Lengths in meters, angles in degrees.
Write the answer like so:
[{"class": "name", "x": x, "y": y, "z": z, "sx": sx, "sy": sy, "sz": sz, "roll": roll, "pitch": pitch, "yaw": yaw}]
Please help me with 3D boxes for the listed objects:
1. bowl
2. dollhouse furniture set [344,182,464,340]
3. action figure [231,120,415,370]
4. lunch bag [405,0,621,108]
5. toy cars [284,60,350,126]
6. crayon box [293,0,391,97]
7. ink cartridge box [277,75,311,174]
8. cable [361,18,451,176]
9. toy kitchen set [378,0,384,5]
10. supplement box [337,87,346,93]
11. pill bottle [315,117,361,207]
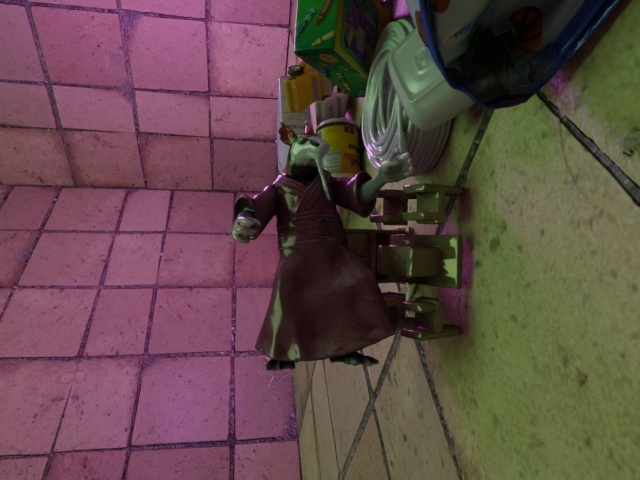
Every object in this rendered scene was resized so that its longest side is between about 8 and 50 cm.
[{"class": "bowl", "x": 0.152, "y": -0.233, "z": 0.617, "sx": 0.142, "sy": 0.053, "sz": 0.142, "roll": -34, "pitch": 63, "yaw": 38}, {"class": "dollhouse furniture set", "x": 0.145, "y": 0.029, "z": 0.754, "sx": 0.242, "sy": 0.161, "sz": 0.212, "roll": 1, "pitch": 91, "yaw": 58}, {"class": "action figure", "x": 0.000, "y": 0.000, "z": 0.708, "sx": 0.276, "sy": 0.248, "sz": 0.370, "roll": 118, "pitch": 145, "yaw": -79}, {"class": "lunch bag", "x": 0.137, "y": -0.358, "z": 0.403, "sx": 0.385, "sy": 0.238, "sz": 0.328, "roll": 65, "pitch": -165, "yaw": -57}, {"class": "toy cars", "x": 0.019, "y": -0.388, "z": 1.218, "sx": 0.393, "sy": 0.087, "sz": 0.177, "roll": -10, "pitch": -69, "yaw": -71}, {"class": "crayon box", "x": 0.054, "y": -0.394, "z": 0.894, "sx": 0.278, "sy": 0.081, "sz": 0.165, "roll": 2, "pitch": -87, "yaw": -64}, {"class": "ink cartridge box", "x": -0.083, "y": -0.230, "z": 1.381, "sx": 0.308, "sy": 0.091, "sz": 0.385, "roll": 114, "pitch": 156, "yaw": -73}, {"class": "cable", "x": 0.142, "y": -0.237, "z": 0.801, "sx": 0.257, "sy": 0.089, "sz": 0.257, "roll": -121, "pitch": 34, "yaw": -72}, {"class": "toy kitchen set", "x": 0.069, "y": -0.520, "z": 1.115, "sx": 0.166, "sy": 0.122, "sz": 0.207, "roll": 180, "pitch": 91, "yaw": -80}, {"class": "supplement box", "x": 0.086, "y": -0.372, "z": 1.118, "sx": 0.055, "sy": 0.083, "sz": 0.043, "roll": -115, "pitch": 28, "yaw": -67}, {"class": "pill bottle", "x": 0.047, "y": -0.201, "z": 1.225, "sx": 0.117, "sy": 0.117, "sz": 0.215, "roll": 128, "pitch": 142, "yaw": -73}]
